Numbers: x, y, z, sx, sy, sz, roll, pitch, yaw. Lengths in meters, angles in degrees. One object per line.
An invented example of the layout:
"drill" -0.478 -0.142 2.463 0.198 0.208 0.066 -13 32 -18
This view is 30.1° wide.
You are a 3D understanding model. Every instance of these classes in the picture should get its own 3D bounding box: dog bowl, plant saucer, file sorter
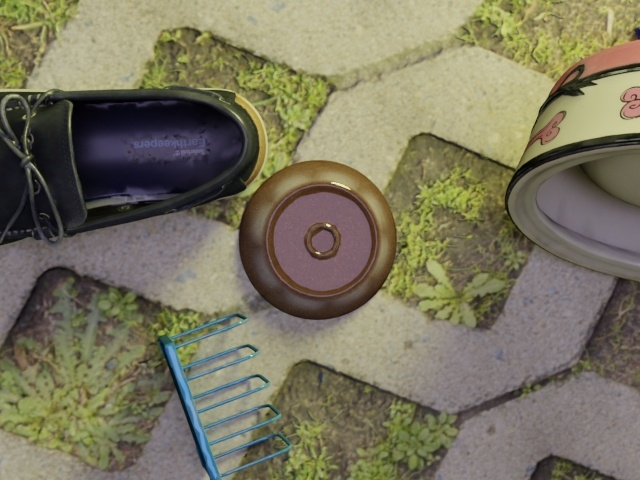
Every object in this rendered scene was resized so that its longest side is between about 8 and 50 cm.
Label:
"dog bowl" 0.422 -0.083 1.355 0.408 0.408 0.150 15 69 -8
"plant saucer" 0.000 0.000 1.460 0.198 0.036 0.199 0 92 -9
"file sorter" -0.113 0.181 1.407 0.104 0.118 0.170 -19 94 -10

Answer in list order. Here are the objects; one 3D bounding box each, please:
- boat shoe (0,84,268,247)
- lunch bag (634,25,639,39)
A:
"boat shoe" -0.304 -0.089 1.355 0.500 0.156 0.187 -8 94 -7
"lunch bag" 0.547 -0.263 1.405 0.221 0.293 0.138 -28 95 -7
